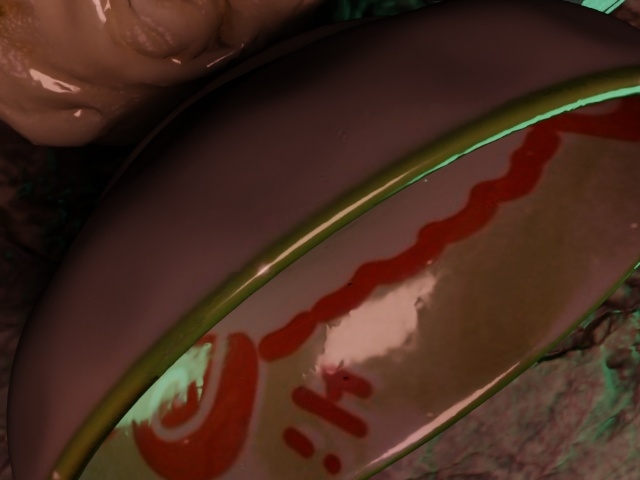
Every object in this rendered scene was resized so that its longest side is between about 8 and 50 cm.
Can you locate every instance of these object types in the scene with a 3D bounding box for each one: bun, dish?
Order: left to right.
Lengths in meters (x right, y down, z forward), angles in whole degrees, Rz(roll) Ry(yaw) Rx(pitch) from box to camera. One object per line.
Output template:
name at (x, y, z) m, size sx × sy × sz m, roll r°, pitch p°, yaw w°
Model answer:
bun at (-0.068, -0.115, 0.556) m, size 0.183 × 0.102 × 0.183 m, roll -13°, pitch 121°, yaw -23°
dish at (0.000, 0.000, 0.611) m, size 0.324 × 0.124 × 0.324 m, roll -30°, pitch 158°, yaw -13°

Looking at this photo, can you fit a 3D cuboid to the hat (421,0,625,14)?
hat at (0.077, -0.162, 0.619) m, size 0.191 × 0.078 × 0.138 m, roll 18°, pitch 113°, yaw -50°
